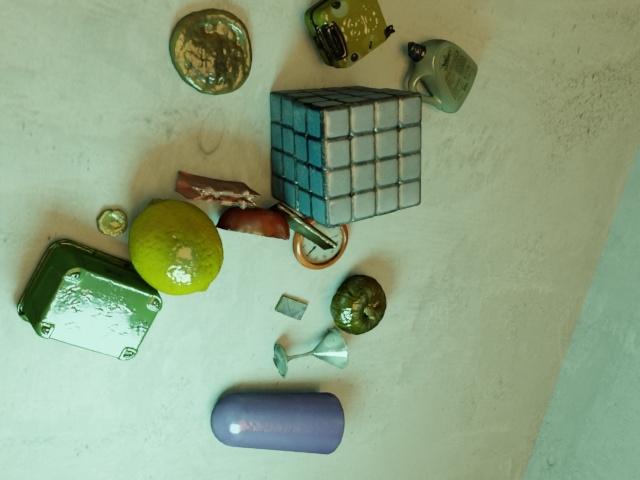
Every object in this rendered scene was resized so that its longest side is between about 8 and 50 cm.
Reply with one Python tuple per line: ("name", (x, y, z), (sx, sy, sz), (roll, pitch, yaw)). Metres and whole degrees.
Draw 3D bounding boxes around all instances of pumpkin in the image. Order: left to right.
("pumpkin", (0.139, 0.229, 2.090), (0.218, 0.162, 0.219), (-14, 114, -34))

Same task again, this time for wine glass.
("wine glass", (-0.037, 0.391, 2.064), (0.232, 0.156, 0.156), (-8, 111, -24))

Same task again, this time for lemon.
("lemon", (-0.393, 0.020, 1.638), (0.267, 0.267, 0.268), (-11, 113, -28))

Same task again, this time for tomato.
("tomato", (-0.195, -0.055, 1.764), (0.224, 0.225, 0.085), (8, 94, -33))

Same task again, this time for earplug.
("earplug", (-0.155, 0.612, 2.039), (0.455, 0.215, 0.215), (13, 100, -31))

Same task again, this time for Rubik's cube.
("Rubik's cube", (0.069, -0.267, 1.764), (0.343, 0.337, 0.345), (-14, 113, -27))

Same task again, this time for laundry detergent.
("laundry detergent", (0.380, -0.559, 1.987), (0.280, 0.105, 0.215), (17, 100, -37))

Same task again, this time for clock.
("clock", (0.000, 0.000, 1.992), (0.205, 0.051, 0.206), (-10, 113, -25))

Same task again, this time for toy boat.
("toy boat", (-0.098, 0.229, 2.039), (0.115, 0.016, 0.063), (26, 93, -35))

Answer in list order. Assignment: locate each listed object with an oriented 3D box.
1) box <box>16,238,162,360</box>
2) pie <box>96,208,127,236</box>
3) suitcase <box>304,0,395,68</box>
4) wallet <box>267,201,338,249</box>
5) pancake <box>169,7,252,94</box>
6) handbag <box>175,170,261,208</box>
("box", (-0.605, 0.174, 1.608), (0.328, 0.177, 0.253), (27, 94, -35))
("pie", (-0.571, -0.049, 1.644), (0.084, 0.020, 0.085), (-10, 111, -27))
("suitcase", (0.077, -0.632, 1.752), (0.234, 0.143, 0.194), (-39, 124, -15))
("wallet", (-0.056, -0.043, 1.860), (0.232, 0.122, 0.031), (34, 75, -13))
("pancake", (-0.286, -0.513, 1.629), (0.241, 0.050, 0.242), (-12, 114, -29))
("handbag", (-0.290, -0.140, 1.697), (0.212, 0.157, 0.060), (6, 105, -32))
